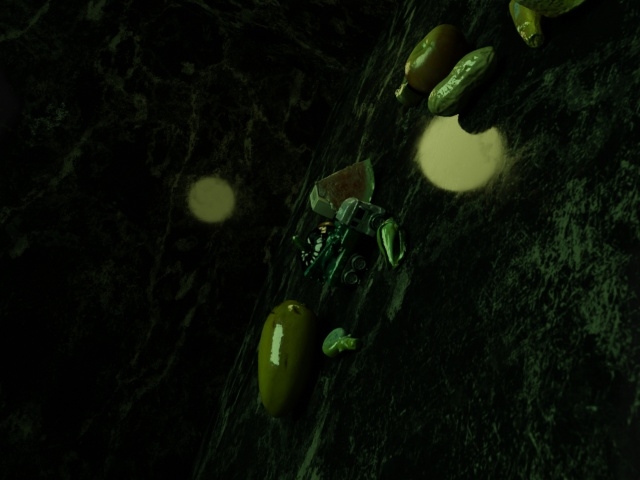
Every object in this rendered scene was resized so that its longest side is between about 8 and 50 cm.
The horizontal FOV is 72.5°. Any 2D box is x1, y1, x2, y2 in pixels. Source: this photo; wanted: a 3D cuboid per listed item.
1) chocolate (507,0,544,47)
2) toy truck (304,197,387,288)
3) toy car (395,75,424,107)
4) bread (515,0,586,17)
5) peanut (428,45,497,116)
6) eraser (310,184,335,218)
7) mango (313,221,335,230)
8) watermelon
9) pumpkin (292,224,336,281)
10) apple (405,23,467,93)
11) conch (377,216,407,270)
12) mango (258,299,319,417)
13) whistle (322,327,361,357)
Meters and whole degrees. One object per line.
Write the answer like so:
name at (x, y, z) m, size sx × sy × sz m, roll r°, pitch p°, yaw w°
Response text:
chocolate at (0.555, -0.583, 1.154) m, size 0.085 × 0.086 × 0.219 m, roll -51°, pitch 24°, yaw 47°
toy truck at (0.099, 0.016, 1.625) m, size 0.363 × 0.178 × 0.176 m, roll -61°, pitch 14°, yaw 7°
toy car at (0.409, -0.684, 1.809) m, size 0.256 × 0.101 × 0.124 m, roll -67°, pitch 17°, yaw -13°
bread at (0.558, -0.626, 1.009) m, size 0.197 × 0.171 × 0.197 m, roll -166°, pitch 90°, yaw -84°
peanut at (0.434, -0.474, 1.336) m, size 0.257 × 0.124 × 0.123 m, roll -44°, pitch 25°, yaw 48°
eraser at (0.018, -0.218, 2.430) m, size 0.081 × 0.124 × 0.279 m, roll -61°, pitch 15°, yaw 19°
mango at (0.000, 0.000, 2.147) m, size 0.267 × 0.111 × 0.133 m, roll -52°, pitch 35°, yaw 41°
watermelon at (0.119, -0.210, 1.883) m, size 0.193 × 0.232 × 0.310 m, roll 4°, pitch -86°, yaw -69°
pumpkin at (-0.013, 0.044, 1.848) m, size 0.248 × 0.248 × 0.248 m, roll -59°, pitch 15°, yaw 26°
apple at (0.419, -0.640, 1.562) m, size 0.235 × 0.173 × 0.210 m, roll -43°, pitch 20°, yaw 37°
conch at (0.227, -0.004, 1.384) m, size 0.095 × 0.080 × 0.200 m, roll -42°, pitch 41°, yaw 29°
mango at (-0.135, 0.445, 1.677) m, size 0.301 × 0.221 × 0.444 m, roll -40°, pitch 32°, yaw 56°
whistle at (0.075, 0.338, 1.429) m, size 0.104 × 0.057 × 0.198 m, roll -55°, pitch 16°, yaw -24°
